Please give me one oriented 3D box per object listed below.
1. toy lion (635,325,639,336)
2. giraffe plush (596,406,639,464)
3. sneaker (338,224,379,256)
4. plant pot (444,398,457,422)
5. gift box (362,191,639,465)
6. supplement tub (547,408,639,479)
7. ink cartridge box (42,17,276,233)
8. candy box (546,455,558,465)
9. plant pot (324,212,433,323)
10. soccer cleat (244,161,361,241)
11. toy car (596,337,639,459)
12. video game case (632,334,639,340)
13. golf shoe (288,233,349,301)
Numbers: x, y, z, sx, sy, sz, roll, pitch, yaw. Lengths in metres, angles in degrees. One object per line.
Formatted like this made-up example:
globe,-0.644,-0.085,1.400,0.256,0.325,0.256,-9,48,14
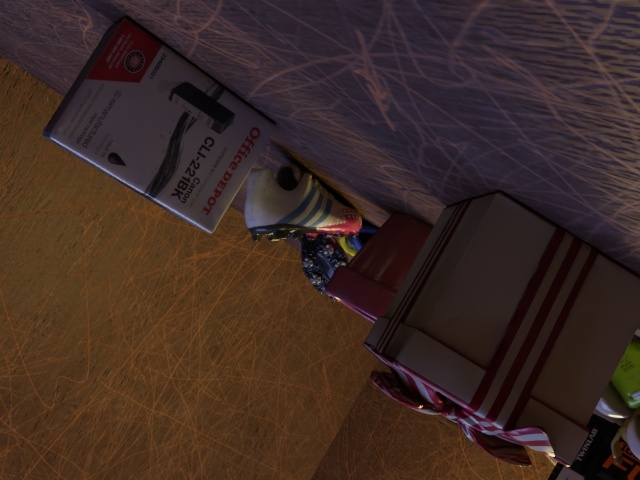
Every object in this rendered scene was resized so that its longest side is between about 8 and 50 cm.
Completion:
toy lion,0.419,0.100,0.853,0.100,0.034,0.096,28,167,28
giraffe plush,0.581,0.300,1.155,0.210,0.181,0.170,13,161,5
sneaker,0.144,0.044,1.524,0.240,0.091,0.126,32,174,-8
plant pot,0.430,0.336,1.970,0.195,0.290,0.290,-15,-150,-41
gift box,0.202,0.107,0.852,0.255,0.258,0.276,30,176,1
supplement tub,0.567,0.418,1.330,0.207,0.338,0.207,30,175,3
ink cartridge box,-0.234,-0.163,1.058,0.273,0.197,0.114,33,175,-28
candy box,0.497,0.349,1.569,0.183,0.087,0.316,49,165,52
plant pot,0.135,0.060,1.218,0.201,0.180,0.201,30,176,3
soccer cleat,-0.019,-0.073,1.336,0.116,0.143,0.331,-4,179,31
toy car,0.478,0.205,0.977,0.136,0.159,0.182,-25,-108,-44
video game case,0.431,0.137,1.156,0.204,0.025,0.285,26,173,47
golf shoe,0.000,0.000,1.534,0.273,0.105,0.120,58,-153,-7
